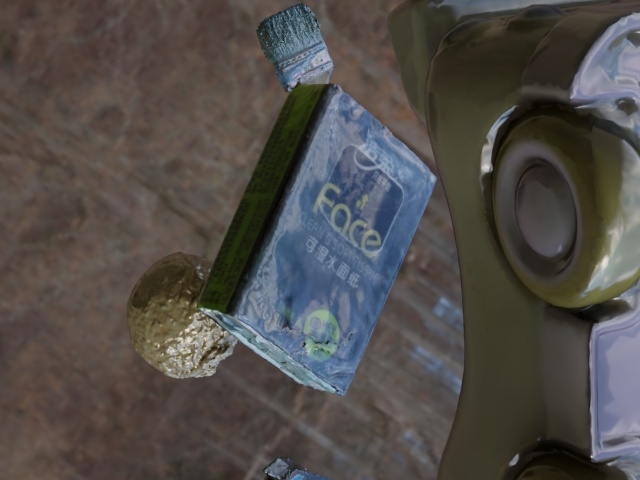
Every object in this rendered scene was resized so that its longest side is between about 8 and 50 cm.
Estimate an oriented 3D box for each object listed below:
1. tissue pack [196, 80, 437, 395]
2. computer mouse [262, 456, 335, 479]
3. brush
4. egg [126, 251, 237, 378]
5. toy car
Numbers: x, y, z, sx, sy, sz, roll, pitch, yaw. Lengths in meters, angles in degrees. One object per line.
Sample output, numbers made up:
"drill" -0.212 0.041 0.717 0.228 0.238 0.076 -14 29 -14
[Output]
"tissue pack" 0.000 0.000 1.342 0.073 0.173 0.235 4 -117 44
"computer mouse" -0.032 0.286 1.675 0.047 0.135 0.079 17 -105 48
"brush" -0.001 -0.143 1.525 0.070 0.196 0.021 -28 -169 -25
"egg" -0.128 0.072 1.434 0.116 0.118 0.140 -47 172 -31
"toy car" 0.160 0.038 0.750 0.226 0.242 0.336 23 -60 59
